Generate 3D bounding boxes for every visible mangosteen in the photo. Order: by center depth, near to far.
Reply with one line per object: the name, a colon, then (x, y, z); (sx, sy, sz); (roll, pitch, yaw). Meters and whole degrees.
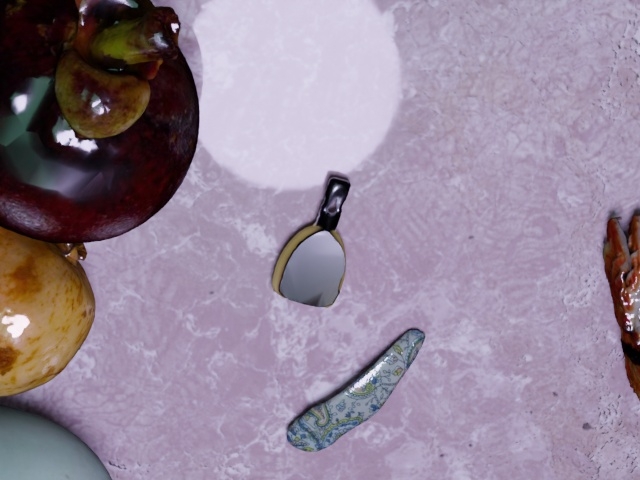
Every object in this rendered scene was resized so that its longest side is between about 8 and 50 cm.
mangosteen: (-0.269, -0.139, 1.256); (0.297, 0.293, 0.297); (-2, 99, -13)

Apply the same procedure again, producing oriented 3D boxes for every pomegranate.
pomegranate: (-0.358, 0.065, 1.361); (0.215, 0.215, 0.215); (-1, 109, -4)

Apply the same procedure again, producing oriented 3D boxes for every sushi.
sushi: (0.442, 0.120, 1.492); (0.130, 0.124, 0.332); (-14, 108, 8)

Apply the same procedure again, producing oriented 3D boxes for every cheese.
cheese: (0.000, 0.000, 1.461); (0.086, 0.036, 0.162); (16, 107, -7)

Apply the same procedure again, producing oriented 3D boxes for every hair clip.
hair clip: (0.049, 0.197, 1.532); (0.229, 0.036, 0.066); (-43, 113, 10)

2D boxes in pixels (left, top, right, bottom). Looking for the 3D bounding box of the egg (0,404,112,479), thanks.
egg: (-0.434, 0.328, 1.409); (0.389, 0.276, 0.276); (-3, 109, -6)
